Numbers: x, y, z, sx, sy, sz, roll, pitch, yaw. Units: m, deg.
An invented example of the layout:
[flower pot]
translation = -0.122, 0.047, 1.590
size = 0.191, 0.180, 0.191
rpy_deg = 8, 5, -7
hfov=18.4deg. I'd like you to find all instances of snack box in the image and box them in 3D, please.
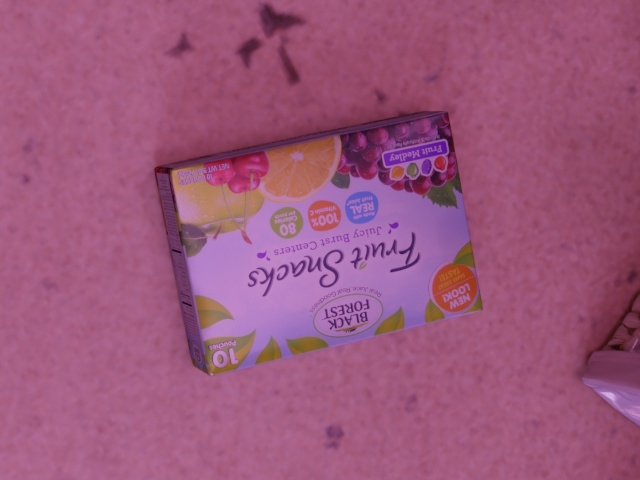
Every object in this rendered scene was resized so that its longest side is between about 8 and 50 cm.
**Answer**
[snack box]
translation = 0.000, 0.000, 0.942
size = 0.141, 0.037, 0.100
rpy_deg = -13, 99, -17

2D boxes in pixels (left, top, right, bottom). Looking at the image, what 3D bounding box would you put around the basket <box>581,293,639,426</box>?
[basket]
translation = 0.236, 0.076, 0.986
size = 0.167, 0.113, 0.103
rpy_deg = 35, 80, -18
